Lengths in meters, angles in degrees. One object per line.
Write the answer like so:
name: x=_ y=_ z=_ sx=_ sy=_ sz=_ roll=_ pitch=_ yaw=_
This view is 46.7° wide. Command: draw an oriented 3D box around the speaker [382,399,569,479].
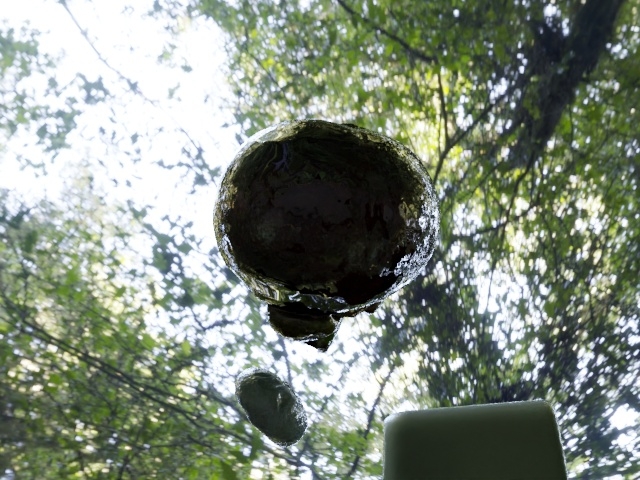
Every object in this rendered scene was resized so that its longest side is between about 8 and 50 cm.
speaker: x=0.152 y=0.351 z=0.704 sx=0.184 sy=0.183 sz=0.406 roll=-1 pitch=-141 yaw=7

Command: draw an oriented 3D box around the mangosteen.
mangosteen: x=-0.002 y=-0.009 z=0.703 sx=0.216 sy=0.216 sz=0.216 roll=-4 pitch=-111 yaw=10

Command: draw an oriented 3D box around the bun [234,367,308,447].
bun: x=-0.044 y=0.150 z=0.681 sx=0.045 sy=0.083 sz=0.083 roll=-38 pitch=-113 yaw=-4
